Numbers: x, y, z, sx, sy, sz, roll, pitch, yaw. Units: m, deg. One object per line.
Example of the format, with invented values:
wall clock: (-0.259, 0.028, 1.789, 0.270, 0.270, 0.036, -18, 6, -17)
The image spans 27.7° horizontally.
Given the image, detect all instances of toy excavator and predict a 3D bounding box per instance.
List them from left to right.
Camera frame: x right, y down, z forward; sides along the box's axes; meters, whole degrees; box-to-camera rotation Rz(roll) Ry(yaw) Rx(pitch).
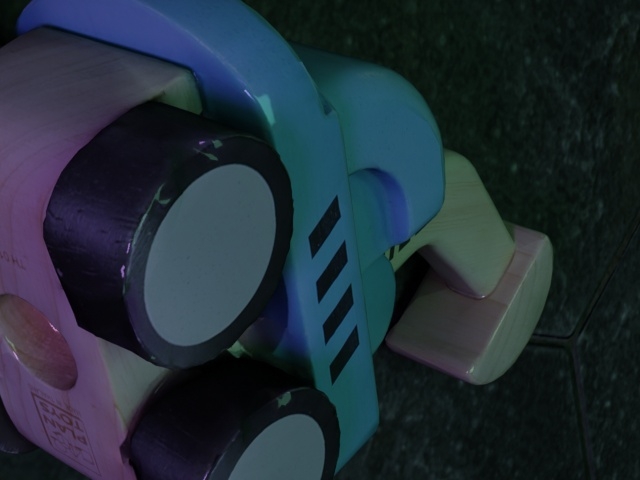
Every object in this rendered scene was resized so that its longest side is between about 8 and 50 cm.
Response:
toy excavator: (0.000, 0.000, 0.779, 0.445, 0.222, 0.433, -40, 136, -35)
